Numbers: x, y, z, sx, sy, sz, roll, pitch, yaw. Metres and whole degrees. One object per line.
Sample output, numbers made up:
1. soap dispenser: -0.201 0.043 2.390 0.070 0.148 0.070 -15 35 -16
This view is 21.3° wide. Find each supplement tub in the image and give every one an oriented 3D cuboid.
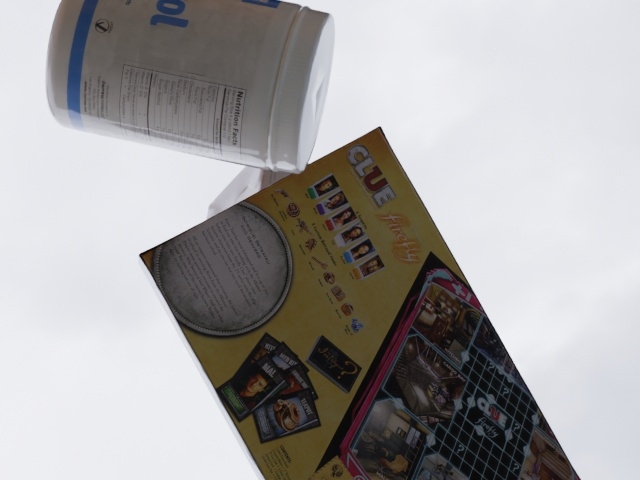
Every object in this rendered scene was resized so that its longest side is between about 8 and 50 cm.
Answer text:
1. supplement tub: -0.053 -0.071 0.698 0.107 0.071 0.071 11 -112 6

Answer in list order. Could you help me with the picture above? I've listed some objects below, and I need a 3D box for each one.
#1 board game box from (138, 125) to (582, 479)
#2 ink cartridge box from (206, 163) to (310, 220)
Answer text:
1. board game box: 0.022 0.078 1.003 0.165 0.042 0.243 -28 -93 -10
2. ink cartridge box: 0.000 0.000 1.482 0.180 0.104 0.060 26 -135 -22
